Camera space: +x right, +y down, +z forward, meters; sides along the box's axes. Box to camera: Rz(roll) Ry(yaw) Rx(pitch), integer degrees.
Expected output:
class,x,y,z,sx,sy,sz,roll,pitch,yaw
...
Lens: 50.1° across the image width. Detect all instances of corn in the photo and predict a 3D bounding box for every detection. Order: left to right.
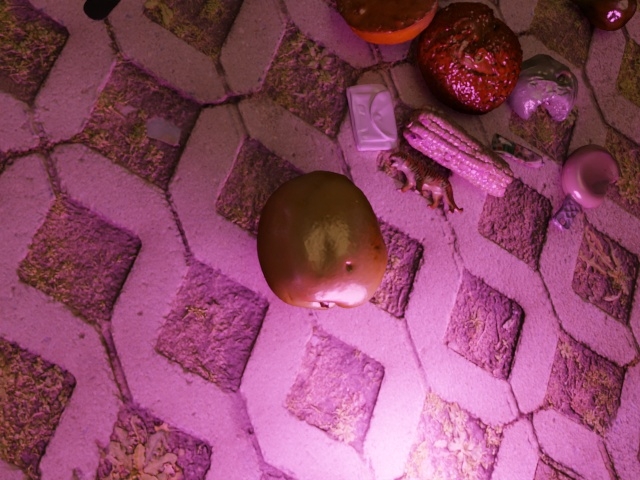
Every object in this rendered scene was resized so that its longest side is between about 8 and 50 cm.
class,x,y,z,sx,sy,sz,roll,pitch,yaw
corn,0.366,-0.231,1.799,0.335,0.126,0.127,34,69,-12

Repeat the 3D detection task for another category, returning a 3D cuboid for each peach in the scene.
class,x,y,z,sx,sy,sz,roll,pitch,yaw
peach,0.000,0.005,1.526,0.281,0.314,0.316,-15,83,11

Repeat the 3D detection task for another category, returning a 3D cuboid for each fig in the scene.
class,x,y,z,sx,sy,sz,roll,pitch,yaw
fig,0.863,-0.725,2.078,0.185,0.133,0.127,42,104,-2

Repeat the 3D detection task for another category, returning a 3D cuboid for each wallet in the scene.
class,x,y,z,sx,sy,sz,roll,pitch,yaw
wallet,0.137,-0.323,1.784,0.124,0.032,0.183,-6,81,-18

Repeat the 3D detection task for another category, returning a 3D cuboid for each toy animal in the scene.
class,x,y,z,sx,sy,sz,roll,pitch,yaw
toy animal,0.278,-0.147,1.781,0.241,0.057,0.099,26,70,-12

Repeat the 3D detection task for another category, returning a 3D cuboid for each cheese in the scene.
class,x,y,z,sx,sy,sz,roll,pitch,yaw
cheese,0.738,-0.142,1.935,0.163,0.082,0.286,37,71,-8

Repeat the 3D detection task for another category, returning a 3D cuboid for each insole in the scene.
class,x,y,z,sx,sy,sz,roll,pitch,yaw
insole,-0.489,-0.616,1.641,0.080,0.003,0.232,30,70,-11

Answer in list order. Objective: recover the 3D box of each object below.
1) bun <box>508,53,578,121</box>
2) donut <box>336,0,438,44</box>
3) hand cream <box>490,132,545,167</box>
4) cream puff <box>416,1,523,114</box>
class,x,y,z,sx,sy,sz,roll,pitch,yaw
bun,0.640,-0.431,1.937,0.212,0.126,0.204,-32,88,-22
donut,0.182,-0.628,1.776,0.277,0.108,0.278,-4,73,14
hand cream,0.555,-0.246,1.919,0.165,0.037,0.057,23,71,-7
cream puff,0.405,-0.495,1.821,0.302,0.212,0.303,4,76,-17
